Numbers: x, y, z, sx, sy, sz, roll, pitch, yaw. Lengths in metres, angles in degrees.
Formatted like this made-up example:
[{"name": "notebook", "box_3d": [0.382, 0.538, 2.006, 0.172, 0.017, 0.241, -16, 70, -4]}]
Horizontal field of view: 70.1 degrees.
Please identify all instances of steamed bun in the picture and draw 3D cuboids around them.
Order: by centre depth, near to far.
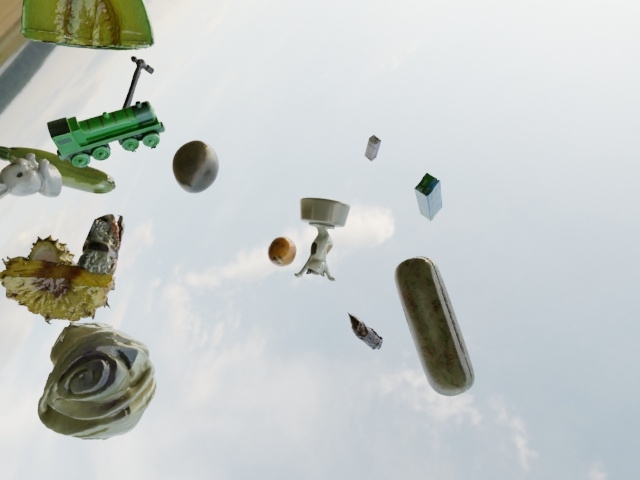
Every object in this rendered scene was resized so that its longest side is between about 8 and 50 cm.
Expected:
[{"name": "steamed bun", "box_3d": [-0.680, 0.422, 1.389, 0.346, 0.394, 0.237, -36, -179, -37]}]

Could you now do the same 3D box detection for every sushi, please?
[{"name": "sushi", "box_3d": [-0.763, 0.051, 1.565, 0.124, 0.129, 0.333, -45, -141, 47]}]

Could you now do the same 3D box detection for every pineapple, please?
[{"name": "pineapple", "box_3d": [-0.564, 0.118, 0.981, 0.080, 0.232, 0.135, -90, -163, -52]}]

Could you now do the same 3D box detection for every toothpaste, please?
[{"name": "toothpaste", "box_3d": [0.339, -0.129, 1.420, 0.050, 0.266, 0.065, 36, -91, 21]}]

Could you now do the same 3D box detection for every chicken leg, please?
[{"name": "chicken leg", "box_3d": [0.171, 0.349, 1.714, 0.063, 0.234, 0.105, -46, -133, -2]}]

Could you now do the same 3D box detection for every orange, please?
[{"name": "orange", "box_3d": [-0.102, 0.029, 1.223, 0.083, 0.083, 0.084, -26, -137, 27]}]

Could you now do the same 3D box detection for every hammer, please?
[{"name": "hammer", "box_3d": [-0.494, -0.396, 1.205, 0.021, 0.065, 0.179, 3, -104, 46]}]

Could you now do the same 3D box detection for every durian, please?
[{"name": "durian", "box_3d": [-0.638, 0.093, 1.112, 0.140, 0.078, 0.225, -30, -108, 16]}]

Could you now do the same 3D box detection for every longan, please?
[{"name": "longan", "box_3d": [-0.439, -0.249, 1.592, 0.204, 0.158, 0.185, -40, -140, 54]}]

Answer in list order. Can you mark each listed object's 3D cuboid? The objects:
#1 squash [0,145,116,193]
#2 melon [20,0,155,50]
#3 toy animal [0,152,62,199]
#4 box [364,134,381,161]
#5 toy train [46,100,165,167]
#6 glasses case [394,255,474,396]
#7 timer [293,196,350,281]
[{"name": "squash", "box_3d": [-0.784, -0.213, 1.349, 0.094, 0.340, 0.095, -39, -138, 48]}, {"name": "melon", "box_3d": [-0.491, -0.509, 0.992, 0.129, 0.264, 0.170, -113, -156, -72]}, {"name": "toy animal", "box_3d": [-0.800, -0.158, 1.175, 0.103, 0.220, 0.131, 40, -61, 15]}, {"name": "box", "box_3d": [0.227, -0.402, 1.985, 0.036, 0.117, 0.050, -37, -109, -24]}, {"name": "toy train", "box_3d": [-0.497, -0.256, 1.072, 0.251, 0.119, 0.085, -23, -116, -16]}, {"name": "glasses case", "box_3d": [0.341, 0.255, 1.387, 0.156, 0.097, 0.426, -30, -107, 52]}, {"name": "timer", "box_3d": [0.000, 0.000, 1.534, 0.175, 0.175, 0.267, 4, -94, 46]}]
